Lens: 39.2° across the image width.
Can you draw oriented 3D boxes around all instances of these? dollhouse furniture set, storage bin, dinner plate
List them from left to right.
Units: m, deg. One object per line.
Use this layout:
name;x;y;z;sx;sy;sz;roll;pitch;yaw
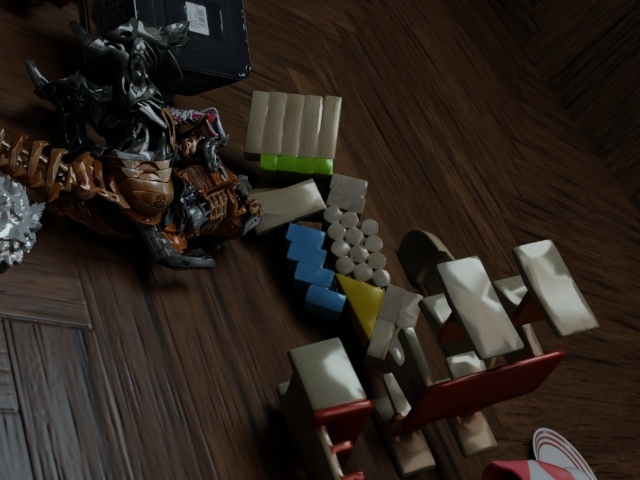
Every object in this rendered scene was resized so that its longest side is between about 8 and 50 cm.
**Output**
storage bin;-0.166;-0.233;0.979;0.180;0.084;0.122;-2;84;-56
dollhouse furniture set;0.102;0.147;0.816;0.259;0.262;0.135;-11;58;-21
dinner plate;0.313;0.303;1.138;0.141;0.017;0.141;34;30;-23

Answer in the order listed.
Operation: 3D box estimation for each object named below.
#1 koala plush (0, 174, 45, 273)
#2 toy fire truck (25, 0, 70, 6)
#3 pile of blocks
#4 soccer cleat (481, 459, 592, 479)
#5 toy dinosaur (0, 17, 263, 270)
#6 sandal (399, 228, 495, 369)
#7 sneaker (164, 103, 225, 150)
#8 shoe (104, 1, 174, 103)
koala plush;-0.274;-0.029;0.554;0.221;0.196;0.203;52;17;18
toy fire truck;-0.272;-0.341;0.941;0.158;0.217;0.246;35;30;-23
pile of blocks;0.000;0.000;1.029;0.113;0.149;0.362;96;-25;-67
soccer cleat;0.229;0.352;0.877;0.116;0.109;0.318;16;37;-10
toy dinosaur;-0.171;-0.079;0.823;0.322;0.164;0.218;36;37;-70
sandal;0.190;0.080;1.186;0.079;0.088;0.240;13;37;-39
sneaker;-0.158;-0.136;0.993;0.118;0.067;0.042;41;27;-11
shoe;-0.212;-0.238;1.066;0.063;0.081;0.178;24;63;-57
